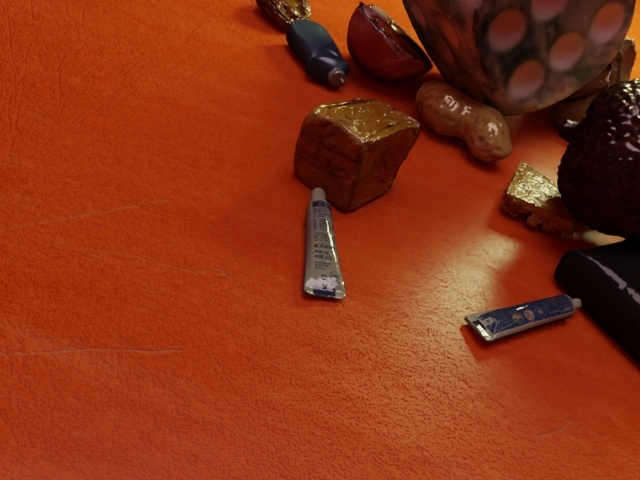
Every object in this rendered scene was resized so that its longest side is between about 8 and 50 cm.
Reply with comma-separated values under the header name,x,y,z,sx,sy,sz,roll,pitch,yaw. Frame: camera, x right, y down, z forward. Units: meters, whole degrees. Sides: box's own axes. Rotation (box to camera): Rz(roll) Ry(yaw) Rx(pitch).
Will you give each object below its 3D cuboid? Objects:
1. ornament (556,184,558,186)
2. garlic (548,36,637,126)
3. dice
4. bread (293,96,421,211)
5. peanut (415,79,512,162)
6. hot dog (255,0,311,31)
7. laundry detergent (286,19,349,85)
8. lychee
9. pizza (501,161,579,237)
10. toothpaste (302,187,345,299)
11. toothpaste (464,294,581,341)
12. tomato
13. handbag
name,x,y,z,sx,sy,sz,roll,pitch,yaw
ornament,0.554,-0.092,1.312,0.180,0.059,0.201,38,48,23
garlic,0.579,-0.328,1.514,0.191,0.213,0.160,8,1,42
dice,0.378,-0.467,1.371,0.328,0.330,0.348,-35,36,3
bread,0.054,-0.149,1.143,0.149,0.143,0.158,34,40,20
peanut,0.276,-0.230,1.345,0.229,0.098,0.103,37,85,24
hot dog,-0.084,-0.529,1.589,0.099,0.065,0.147,-22,54,-24
laundry detergent,0.000,-0.382,1.453,0.097,0.061,0.206,1,43,-29
lychee,0.503,-0.124,1.122,0.261,0.260,0.260,9,41,-8
pizza,0.370,-0.071,1.229,0.134,0.046,0.175,4,41,-18
toothpaste,0.000,0.000,1.034,0.062,0.037,0.216,7,45,-12
toothpaste,0.301,0.108,1.011,0.197,0.034,0.057,-10,38,-24
tomato,0.133,-0.394,1.466,0.199,0.112,0.228,46,25,7
handbag,0.515,0.086,1.072,0.223,0.080,0.247,-12,48,-31
